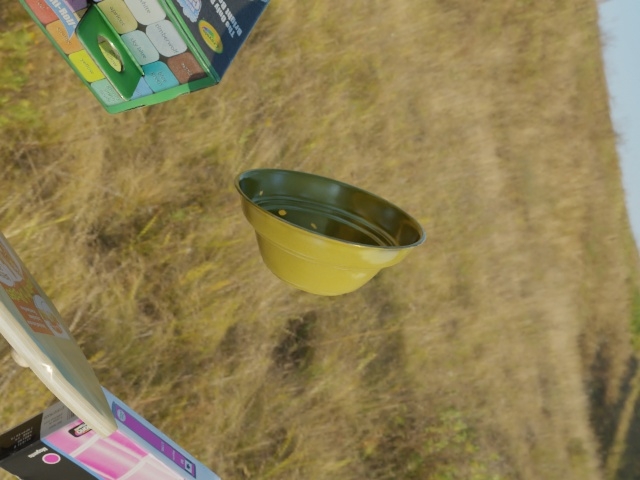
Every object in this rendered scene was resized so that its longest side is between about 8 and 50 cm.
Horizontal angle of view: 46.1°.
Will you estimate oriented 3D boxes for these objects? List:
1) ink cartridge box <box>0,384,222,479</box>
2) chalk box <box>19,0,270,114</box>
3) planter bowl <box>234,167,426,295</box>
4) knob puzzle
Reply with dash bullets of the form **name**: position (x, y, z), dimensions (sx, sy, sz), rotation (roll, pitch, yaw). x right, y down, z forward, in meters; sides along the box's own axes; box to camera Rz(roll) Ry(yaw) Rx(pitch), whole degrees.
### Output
- **ink cartridge box**: position (-0.294, 0.367, 1.156), dimensions (0.371, 0.175, 0.069), rotation (51, 14, -39)
- **chalk box**: position (-0.203, -0.275, 0.876), dimensions (0.180, 0.179, 0.289), rotation (58, 38, -35)
- **planter bowl**: position (0.000, 0.000, 0.837), dimensions (0.217, 0.217, 0.090), rotation (-57, 165, -69)
- **knob puzzle**: position (-0.187, 0.041, 0.448), dimensions (0.213, 0.030, 0.213), rotation (51, -14, 18)
